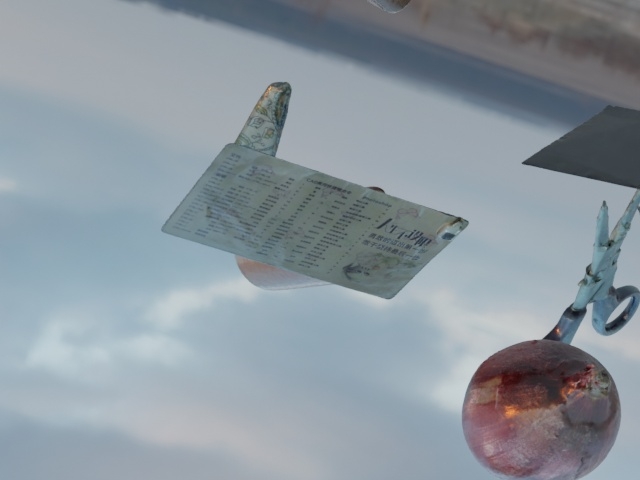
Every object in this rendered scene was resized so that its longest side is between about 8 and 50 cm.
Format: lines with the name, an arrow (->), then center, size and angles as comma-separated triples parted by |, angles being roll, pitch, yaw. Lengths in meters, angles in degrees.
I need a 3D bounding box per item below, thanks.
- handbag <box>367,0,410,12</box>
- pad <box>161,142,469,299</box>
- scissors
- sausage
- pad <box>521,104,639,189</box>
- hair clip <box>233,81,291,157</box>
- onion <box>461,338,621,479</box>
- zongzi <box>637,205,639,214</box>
handbag -> 0.077, -0.320, 1.617 | 0.072, 0.193, 0.151 | 29, 172, 31
pad -> -0.006, -0.011, 1.642 | 0.265, 0.159, 0.009 | 17, -129, -22
scissors -> 0.382, 0.054, 2.332 | 0.256, 0.383, 0.029 | -31, -120, -25
sausage -> 0.000, 0.000, 2.210 | 0.123, 0.123, 0.253 | 14, 168, -31
pad -> 0.460, -0.095, 2.019 | 0.367, 0.007, 0.247 | 14, -152, 31
hair clip -> -0.084, -0.085, 1.872 | 0.066, 0.229, 0.036 | 23, -141, -9
onion -> 0.234, 0.168, 1.683 | 0.159, 0.159, 0.195 | 16, 154, -21
zongzi -> 0.343, 0.005, 1.654 | 0.083, 0.073, 0.067 | 5, -172, -15
